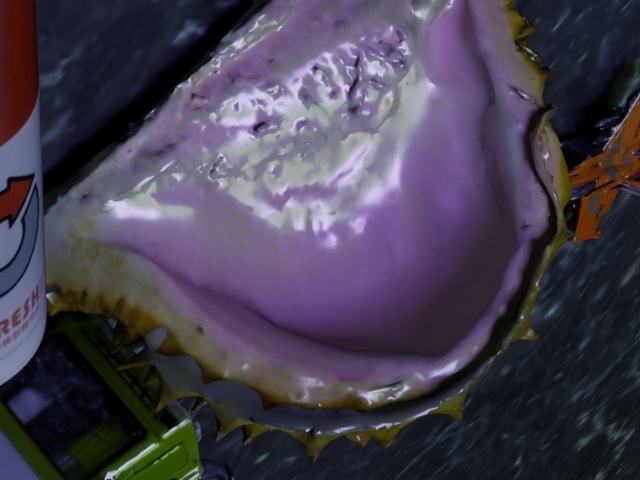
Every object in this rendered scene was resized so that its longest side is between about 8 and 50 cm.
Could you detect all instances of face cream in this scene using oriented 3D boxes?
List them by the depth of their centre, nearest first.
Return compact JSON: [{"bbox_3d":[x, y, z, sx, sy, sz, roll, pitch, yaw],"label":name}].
[{"bbox_3d":[-0.154,-0.041,0.708,0.096,0.096,0.214,-30,145,-31],"label":"face cream"}]

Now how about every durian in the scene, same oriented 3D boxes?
[{"bbox_3d":[0.015,0.000,0.900,0.305,0.195,0.185,-38,156,-23],"label":"durian"}]

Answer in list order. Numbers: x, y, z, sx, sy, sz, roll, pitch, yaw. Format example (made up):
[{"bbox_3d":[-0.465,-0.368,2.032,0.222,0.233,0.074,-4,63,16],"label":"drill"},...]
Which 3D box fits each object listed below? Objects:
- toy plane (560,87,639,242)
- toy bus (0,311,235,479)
[{"bbox_3d":[0.168,-0.048,1.194,0.188,0.062,0.135,-6,131,-33],"label":"toy plane"},{"bbox_3d":[-0.122,0.170,0.995,0.139,0.113,0.301,-34,149,-19],"label":"toy bus"}]
